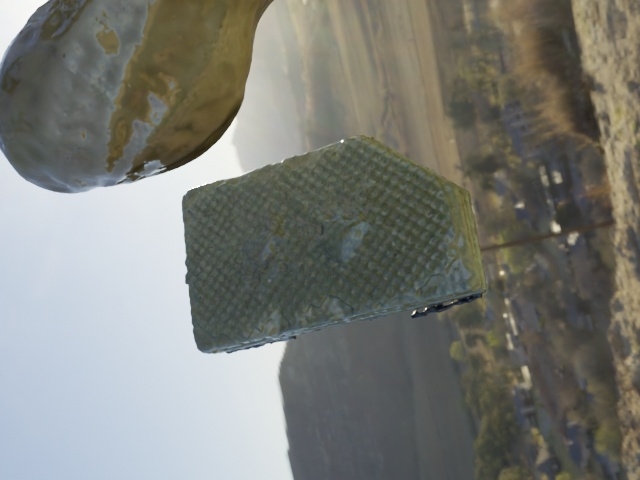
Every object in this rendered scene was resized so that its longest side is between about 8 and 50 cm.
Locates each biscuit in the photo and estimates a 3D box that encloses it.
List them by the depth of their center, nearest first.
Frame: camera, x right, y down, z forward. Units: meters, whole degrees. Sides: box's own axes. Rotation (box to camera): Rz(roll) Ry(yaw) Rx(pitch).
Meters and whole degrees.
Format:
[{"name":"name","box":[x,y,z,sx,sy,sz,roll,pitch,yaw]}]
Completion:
[{"name":"biscuit","box":[0.000,0.000,0.652,0.052,0.252,0.150,27,-126,-60]}]

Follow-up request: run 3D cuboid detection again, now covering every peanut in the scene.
[{"name":"peanut","box":[-0.077,-0.129,0.438,0.124,0.256,0.123,37,-173,-5]}]
